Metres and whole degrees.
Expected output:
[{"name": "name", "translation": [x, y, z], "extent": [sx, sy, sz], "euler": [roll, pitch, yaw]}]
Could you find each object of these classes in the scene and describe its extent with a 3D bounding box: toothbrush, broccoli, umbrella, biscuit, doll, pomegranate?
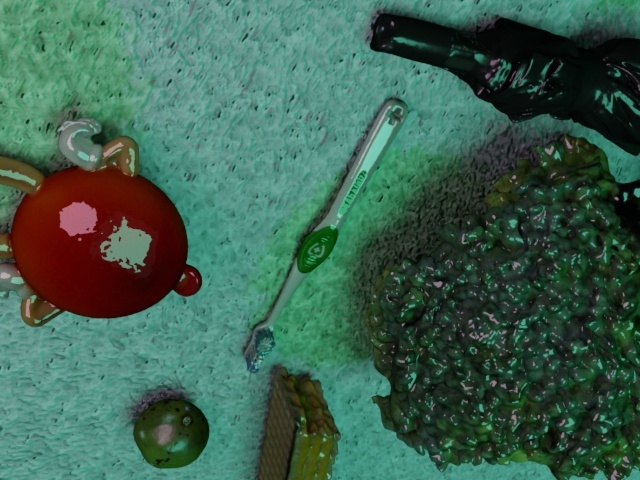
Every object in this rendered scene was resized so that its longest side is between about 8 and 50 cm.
[{"name": "toothbrush", "translation": [0.000, -0.001, 0.978], "extent": [0.030, 0.030, 0.304], "euler": [14, 114, -37]}, {"name": "broccoli", "translation": [0.218, 0.093, 1.026], "extent": [0.348, 0.293, 0.281], "euler": [-40, 173, 19]}, {"name": "umbrella", "translation": [0.199, -0.150, 0.929], "extent": [0.340, 0.118, 0.118], "euler": [9, 120, -24]}, {"name": "biscuit", "translation": [-0.039, 0.301, 1.149], "extent": [0.054, 0.094, 0.378], "euler": [-4, 126, -20]}, {"name": "doll", "translation": [-0.193, -0.011, 0.821], "extent": [0.217, 0.085, 0.183], "euler": [13, 117, -17]}, {"name": "pomegranate", "translation": [-0.144, 0.188, 1.021], "extent": [0.073, 0.073, 0.084], "euler": [-24, 169, -11]}]
